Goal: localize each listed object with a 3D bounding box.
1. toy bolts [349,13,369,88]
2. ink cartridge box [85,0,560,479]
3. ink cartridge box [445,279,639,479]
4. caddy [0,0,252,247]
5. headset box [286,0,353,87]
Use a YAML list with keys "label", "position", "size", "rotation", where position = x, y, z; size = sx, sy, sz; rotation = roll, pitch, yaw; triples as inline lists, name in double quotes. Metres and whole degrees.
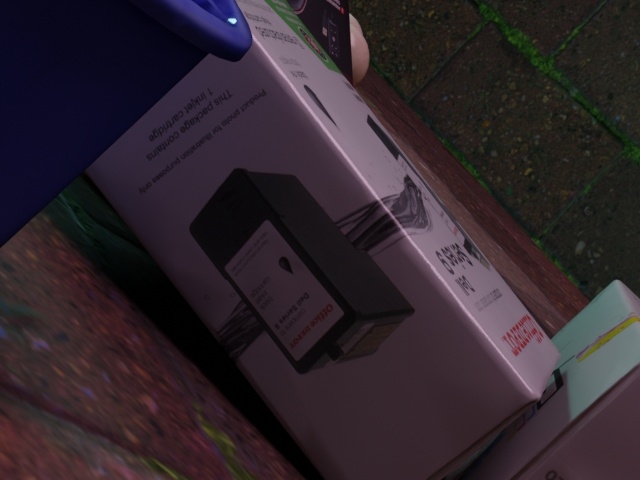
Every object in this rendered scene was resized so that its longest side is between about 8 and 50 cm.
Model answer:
- label: "toy bolts"
  position: [0.003, -0.094, 1.450]
  size: [0.218, 0.158, 0.228]
  rotation: [40, 10, -23]
- label: "ink cartridge box"
  position: [0.000, 0.000, 1.002]
  size: [0.289, 0.121, 0.211]
  rotation: [52, 11, 4]
- label: "ink cartridge box"
  position: [0.191, 0.155, 1.083]
  size: [0.171, 0.168, 0.233]
  rotation: [44, 9, -3]
- label: "caddy"
  position: [-0.176, -0.158, 0.665]
  size: [0.341, 0.179, 0.241]
  rotation: [39, 10, -25]
- label: "headset box"
  position: [-0.082, -0.208, 1.232]
  size: [0.218, 0.110, 0.293]
  rotation: [22, 59, -51]
